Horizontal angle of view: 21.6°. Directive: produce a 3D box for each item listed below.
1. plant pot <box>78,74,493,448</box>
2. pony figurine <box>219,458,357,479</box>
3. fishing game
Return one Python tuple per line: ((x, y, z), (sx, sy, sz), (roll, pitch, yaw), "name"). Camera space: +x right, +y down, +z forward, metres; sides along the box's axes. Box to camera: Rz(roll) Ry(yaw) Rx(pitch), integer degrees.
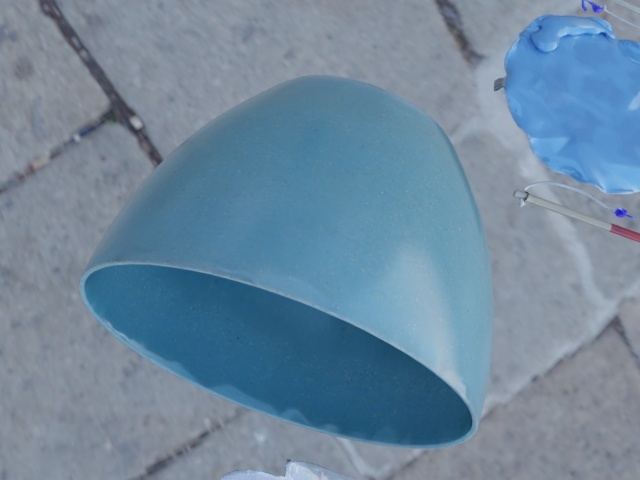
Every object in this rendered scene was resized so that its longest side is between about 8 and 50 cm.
((0.000, 0.000, 1.185), (0.290, 0.290, 0.195), (32, 66, -27), "plant pot")
((0.046, 0.350, 1.235), (0.351, 0.363, 0.303), (15, 107, -47), "pony figurine")
((0.243, -0.119, 1.502), (0.189, 0.264, 0.041), (19, 149, -12), "fishing game")
